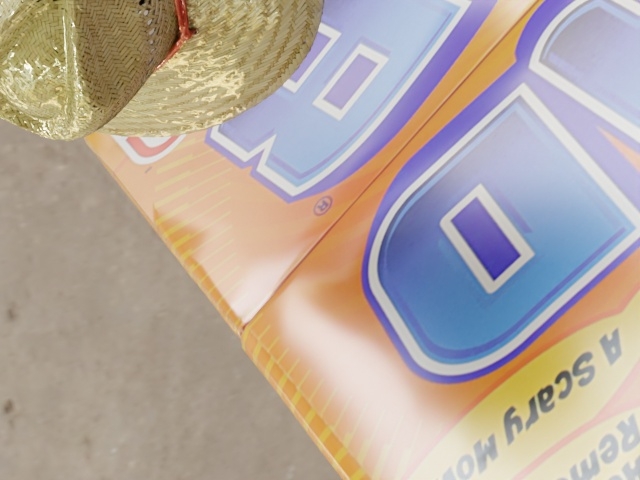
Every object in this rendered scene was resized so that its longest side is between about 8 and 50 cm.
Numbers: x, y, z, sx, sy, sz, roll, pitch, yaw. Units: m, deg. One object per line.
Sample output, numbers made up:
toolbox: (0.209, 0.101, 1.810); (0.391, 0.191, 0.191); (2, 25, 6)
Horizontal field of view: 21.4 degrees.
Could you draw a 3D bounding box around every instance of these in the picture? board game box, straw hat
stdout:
board game box: (0.199, -0.008, 0.645); (0.356, 0.356, 0.356); (-48, 36, 3)
straw hat: (-0.073, -0.064, 0.489); (0.145, 0.061, 0.144); (12, 136, 11)
